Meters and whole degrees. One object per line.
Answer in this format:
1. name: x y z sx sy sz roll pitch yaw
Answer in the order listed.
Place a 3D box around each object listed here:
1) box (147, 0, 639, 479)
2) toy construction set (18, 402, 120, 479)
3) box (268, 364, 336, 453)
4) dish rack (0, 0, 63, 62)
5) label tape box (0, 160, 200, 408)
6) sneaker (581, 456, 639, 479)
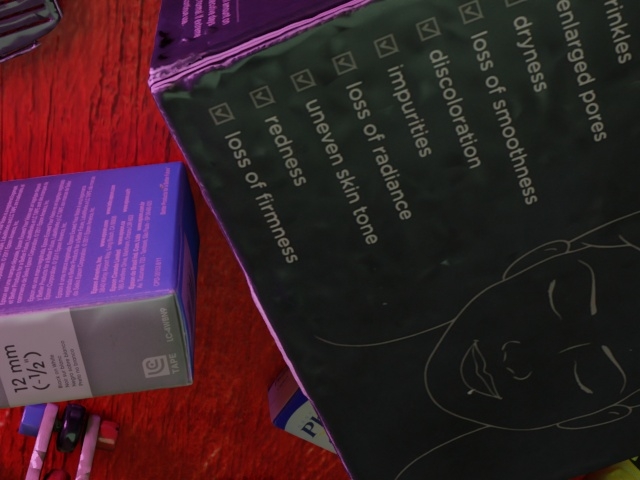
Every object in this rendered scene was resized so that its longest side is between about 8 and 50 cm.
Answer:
1. box: 0.177 -0.071 0.890 0.472 0.297 0.479 -20 121 8
2. toy construction set: -0.289 0.367 1.227 0.309 0.237 0.257 35 112 -24
3. box: 0.029 0.178 1.237 0.137 0.072 0.126 28 115 -20
4. dish rack: -0.358 -0.265 0.929 0.208 0.074 0.271 -16 122 6
5. label tape box: -0.295 0.044 1.020 0.348 0.249 0.115 -8 122 0
6. sneaker: 0.437 0.195 1.269 0.147 0.145 0.384 43 108 -4
